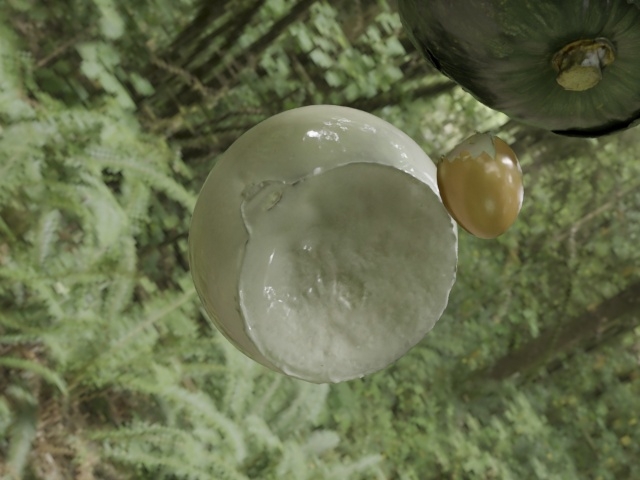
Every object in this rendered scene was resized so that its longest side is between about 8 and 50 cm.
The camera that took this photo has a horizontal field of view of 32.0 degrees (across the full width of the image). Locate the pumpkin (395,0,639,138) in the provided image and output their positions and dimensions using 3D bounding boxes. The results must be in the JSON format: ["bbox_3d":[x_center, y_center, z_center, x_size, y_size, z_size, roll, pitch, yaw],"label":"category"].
[{"bbox_3d":[0.236,-0.253,1.079,0.327,0.291,0.257,14,55,-13],"label":"pumpkin"}]

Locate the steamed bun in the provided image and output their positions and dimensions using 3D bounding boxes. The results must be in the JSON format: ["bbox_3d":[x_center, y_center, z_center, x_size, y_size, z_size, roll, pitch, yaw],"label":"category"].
[{"bbox_3d":[0.000,0.000,1.304,0.324,0.324,0.206,50,-1,-34],"label":"steamed bun"}]

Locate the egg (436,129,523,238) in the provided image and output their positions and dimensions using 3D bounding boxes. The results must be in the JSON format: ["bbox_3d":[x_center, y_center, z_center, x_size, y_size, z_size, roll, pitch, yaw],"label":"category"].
[{"bbox_3d":[0.150,-0.049,1.037,0.096,0.080,0.080,63,10,-14],"label":"egg"}]
